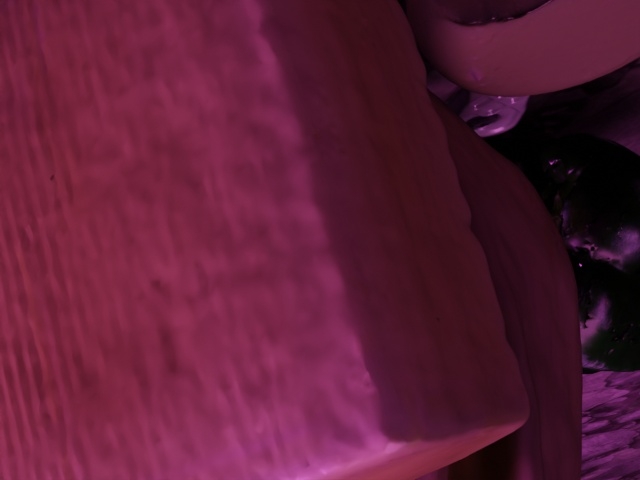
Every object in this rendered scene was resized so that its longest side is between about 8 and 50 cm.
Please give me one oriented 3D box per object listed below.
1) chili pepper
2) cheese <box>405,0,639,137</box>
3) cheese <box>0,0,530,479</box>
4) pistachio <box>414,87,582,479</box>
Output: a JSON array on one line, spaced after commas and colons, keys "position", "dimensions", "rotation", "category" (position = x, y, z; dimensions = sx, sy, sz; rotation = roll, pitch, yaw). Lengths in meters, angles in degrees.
[{"position": [0.139, 0.005, 0.970], "dimensions": [0.261, 0.165, 0.174], "rotation": [16, -178, -36], "category": "chili pepper"}, {"position": [0.130, -0.118, 0.771], "dimensions": [0.163, 0.071, 0.249], "rotation": [-18, 161, 5], "category": "cheese"}, {"position": [-0.064, 0.001, 0.638], "dimensions": [0.242, 0.265, 0.124], "rotation": [-28, 158, 31], "category": "cheese"}, {"position": [0.039, 0.059, 0.749], "dimensions": [0.207, 0.332, 0.226], "rotation": [5, 139, -14], "category": "pistachio"}]
